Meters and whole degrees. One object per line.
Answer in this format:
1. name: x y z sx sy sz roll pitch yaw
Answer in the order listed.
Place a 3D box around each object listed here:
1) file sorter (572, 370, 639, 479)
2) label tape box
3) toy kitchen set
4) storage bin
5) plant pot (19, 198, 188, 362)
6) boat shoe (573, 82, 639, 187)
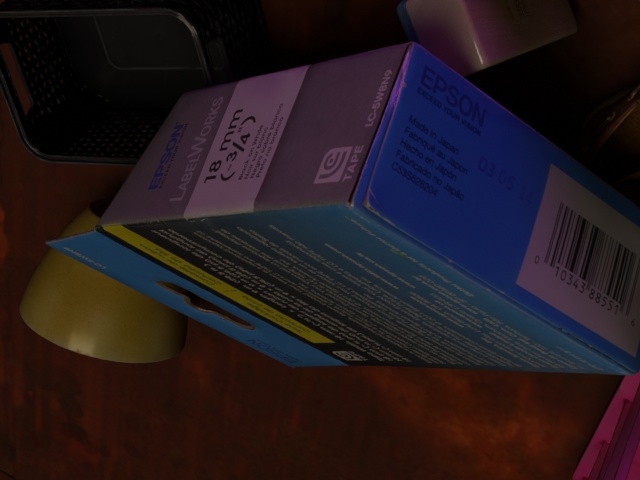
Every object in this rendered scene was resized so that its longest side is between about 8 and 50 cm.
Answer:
1. file sorter: 0.260 0.199 0.893 0.202 0.182 0.291 23 149 11
2. label tape box: 0.014 -0.004 0.894 0.240 0.106 0.333 31 159 -33
3. toy kitchen set: 0.026 -0.184 0.840 0.166 0.122 0.207 -19 94 39
4. storage bin: -0.131 -0.125 0.974 0.180 0.084 0.122 3 126 27
5. plant pot: -0.160 0.023 1.093 0.134 0.134 0.095 21 108 14
6. boat shoe: 0.220 -0.080 0.825 0.064 0.060 0.178 44 134 -8
